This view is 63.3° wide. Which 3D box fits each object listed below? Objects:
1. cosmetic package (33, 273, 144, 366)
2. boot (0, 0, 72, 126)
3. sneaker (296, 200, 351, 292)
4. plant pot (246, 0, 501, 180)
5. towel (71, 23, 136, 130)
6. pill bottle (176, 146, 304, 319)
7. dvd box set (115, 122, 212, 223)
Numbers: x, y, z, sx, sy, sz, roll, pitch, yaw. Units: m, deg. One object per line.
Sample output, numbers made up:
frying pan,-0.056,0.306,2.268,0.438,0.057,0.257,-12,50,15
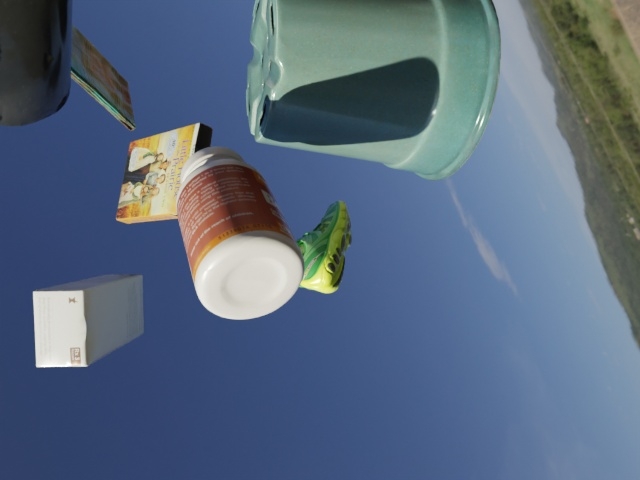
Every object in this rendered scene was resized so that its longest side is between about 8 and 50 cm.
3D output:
cosmetic package,-0.372,0.123,0.859,0.231,0.085,0.118,-13,-78,-87
boot,-0.227,-0.300,0.454,0.366,0.445,0.146,-15,-126,-40
sneaker,0.000,0.000,1.140,0.296,0.123,0.110,-69,-25,-56
plant pot,0.059,-0.281,0.873,0.333,0.341,0.342,2,-119,-18
towel,-0.742,-0.561,1.704,0.370,0.040,0.272,50,-164,-58
pill bottle,-0.106,-0.021,0.625,0.121,0.121,0.216,33,-160,-42
dvd box set,-0.546,-0.221,1.790,0.062,0.420,0.308,19,-105,-49
